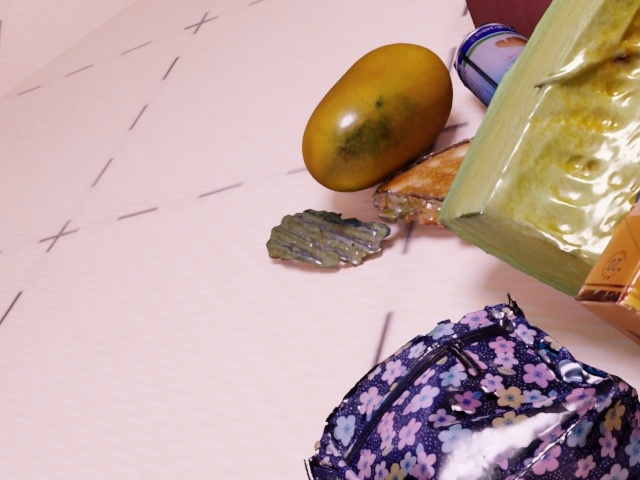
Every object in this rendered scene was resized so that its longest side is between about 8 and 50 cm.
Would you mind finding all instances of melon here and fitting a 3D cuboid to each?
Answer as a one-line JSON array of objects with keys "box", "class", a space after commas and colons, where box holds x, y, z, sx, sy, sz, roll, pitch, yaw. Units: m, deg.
[{"box": [0.272, -0.119, 0.708, 0.331, 0.226, 0.343, 30, 89, 46], "class": "melon"}]

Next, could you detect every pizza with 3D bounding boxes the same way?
[{"box": [0.159, -0.051, 0.972, 0.185, 0.052, 0.195, -28, 28, -3], "class": "pizza"}]

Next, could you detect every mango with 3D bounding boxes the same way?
[{"box": [0.062, -0.141, 1.068, 0.139, 0.175, 0.254, 39, 49, 12], "class": "mango"}]

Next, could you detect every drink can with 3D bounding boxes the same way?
[{"box": [0.240, -0.178, 1.031, 0.097, 0.097, 0.235, -30, 31, 4], "class": "drink can"}]

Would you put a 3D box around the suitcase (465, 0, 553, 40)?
[{"box": [0.279, -0.395, 1.102, 0.236, 0.297, 0.161, 1, 37, 41], "class": "suitcase"}]

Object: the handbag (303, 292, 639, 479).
[{"box": [0.110, 0.157, 0.668, 0.229, 0.126, 0.208, -38, 26, -8], "class": "handbag"}]

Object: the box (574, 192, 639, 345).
[{"box": [0.302, -0.016, 0.593, 0.237, 0.152, 0.070, -57, 8, -4], "class": "box"}]

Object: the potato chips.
[{"box": [0.000, 0.000, 1.064, 0.092, 0.028, 0.207, -47, 33, -19], "class": "potato chips"}]
